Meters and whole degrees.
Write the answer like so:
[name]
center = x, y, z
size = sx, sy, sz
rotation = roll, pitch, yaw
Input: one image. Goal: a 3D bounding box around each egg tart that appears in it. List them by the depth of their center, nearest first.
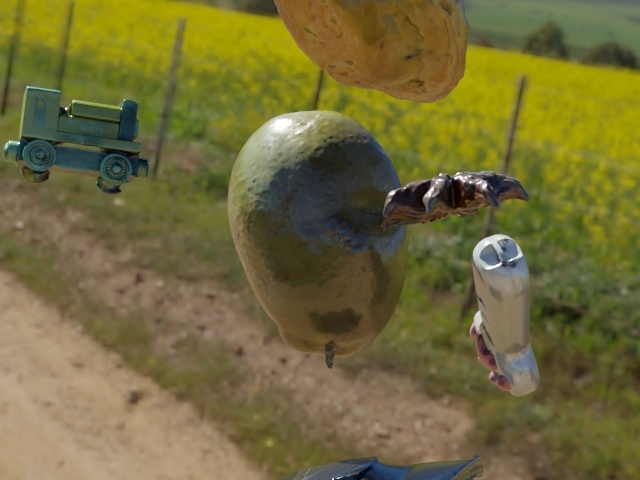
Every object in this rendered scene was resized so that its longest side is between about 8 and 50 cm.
[egg tart]
center = 0.039, -0.286, 1.837
size = 0.128, 0.319, 0.319
rotation = -36, 33, -26

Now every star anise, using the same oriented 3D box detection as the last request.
[star anise]
center = 0.115, -0.039, 1.363
size = 0.141, 0.042, 0.141
rotation = -11, -3, -1

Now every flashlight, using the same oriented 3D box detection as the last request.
[flashlight]
center = 0.161, 0.067, 1.336
size = 0.047, 0.200, 0.093
rotation = -22, 55, -6

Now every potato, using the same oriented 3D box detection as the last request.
[potato]
center = 0.000, 0.000, 1.456
size = 0.159, 0.251, 0.174
rotation = -1, -14, -31

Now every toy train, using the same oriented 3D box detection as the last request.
[toy train]
center = -0.204, -0.084, 1.260
size = 0.122, 0.081, 0.050
rotation = 6, -8, -15

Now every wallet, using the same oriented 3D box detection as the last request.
[wallet]
center = 0.020, 0.229, 1.332
size = 0.231, 0.069, 0.170
rotation = -7, 1, 24
